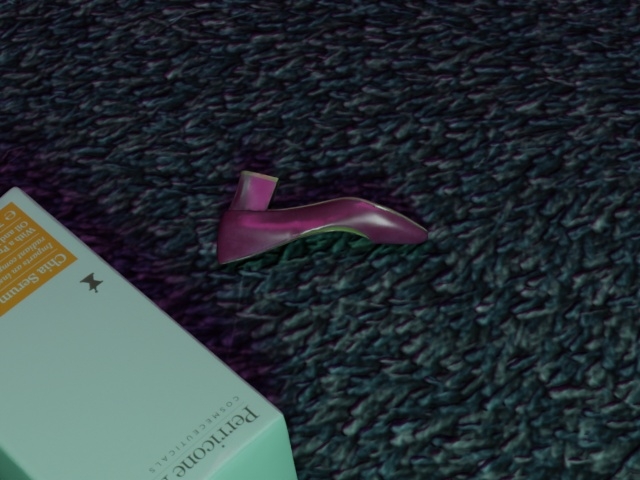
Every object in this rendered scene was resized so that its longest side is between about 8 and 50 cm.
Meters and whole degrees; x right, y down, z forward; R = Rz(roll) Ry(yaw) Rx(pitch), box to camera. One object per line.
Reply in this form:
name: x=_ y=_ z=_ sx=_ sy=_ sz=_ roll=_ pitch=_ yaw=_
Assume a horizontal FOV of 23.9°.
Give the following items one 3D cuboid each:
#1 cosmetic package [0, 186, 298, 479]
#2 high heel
cosmetic package: x=-0.263 y=0.165 z=1.628 sx=0.453 sy=0.161 sz=0.230 roll=37 pitch=64 yaw=28
high heel: x=0.000 y=0.000 z=1.798 sx=0.244 sy=0.082 sz=0.117 roll=15 pitch=83 yaw=2
